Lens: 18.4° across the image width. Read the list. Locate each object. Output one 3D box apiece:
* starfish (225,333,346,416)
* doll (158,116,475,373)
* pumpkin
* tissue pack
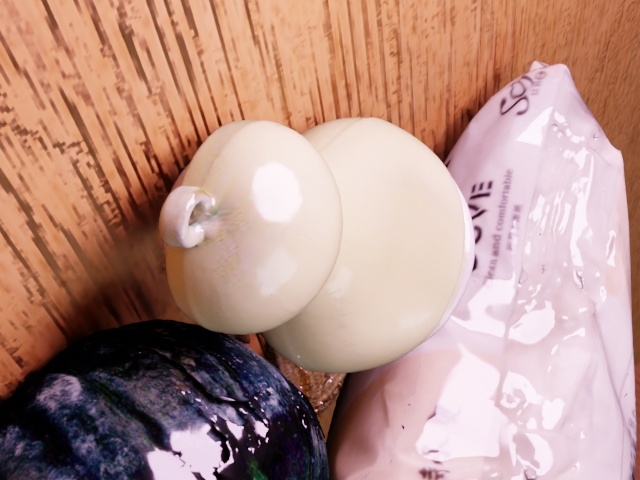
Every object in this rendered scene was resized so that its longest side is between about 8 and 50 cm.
[{"bbox_3d":[-0.030,0.084,1.257,0.146,0.074,0.190,-33,157,-31],"label":"starfish"},{"bbox_3d":[-0.011,-0.004,1.026,0.296,0.117,0.141,14,95,-60],"label":"doll"},{"bbox_3d":[-0.100,0.152,1.033,0.233,0.163,0.233,-45,163,-18],"label":"pumpkin"},{"bbox_3d":[0.105,0.122,1.342,0.390,0.195,0.376,105,-3,-57],"label":"tissue pack"}]
